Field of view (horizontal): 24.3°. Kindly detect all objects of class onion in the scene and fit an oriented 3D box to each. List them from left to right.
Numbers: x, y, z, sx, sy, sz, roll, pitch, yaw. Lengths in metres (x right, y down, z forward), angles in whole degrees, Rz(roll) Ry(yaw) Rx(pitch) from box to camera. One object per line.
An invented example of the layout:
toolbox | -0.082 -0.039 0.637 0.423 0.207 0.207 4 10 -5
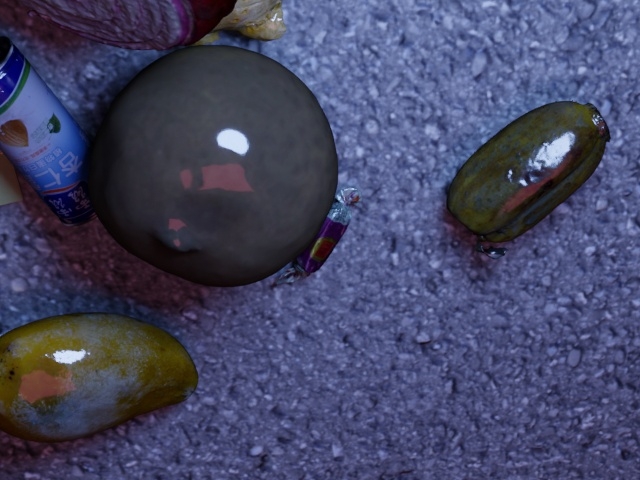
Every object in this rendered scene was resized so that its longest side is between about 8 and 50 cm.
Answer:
onion | -0.210 -0.370 1.539 0.260 0.336 0.282 -65 157 -18

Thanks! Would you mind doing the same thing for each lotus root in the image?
lotus root | 0.270 -0.092 1.956 0.241 0.123 0.124 -41 153 9

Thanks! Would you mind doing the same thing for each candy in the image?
candy | 0.000 0.000 1.989 0.045 0.043 0.175 17 117 -36

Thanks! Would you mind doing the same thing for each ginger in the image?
ginger | -0.111 -0.293 1.724 0.216 0.102 0.157 -10 132 -10

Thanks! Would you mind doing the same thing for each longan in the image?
longan | -0.127 -0.088 1.750 0.297 0.297 0.297 -8 125 -11

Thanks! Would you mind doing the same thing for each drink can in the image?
drink can | -0.339 -0.128 1.774 0.097 0.097 0.235 -30 125 5

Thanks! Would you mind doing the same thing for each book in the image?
book | -0.429 -0.071 1.836 0.111 0.014 0.077 -13 127 -6

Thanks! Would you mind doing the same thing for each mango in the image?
mango | -0.302 0.182 1.967 0.316 0.146 0.193 3 134 -29
